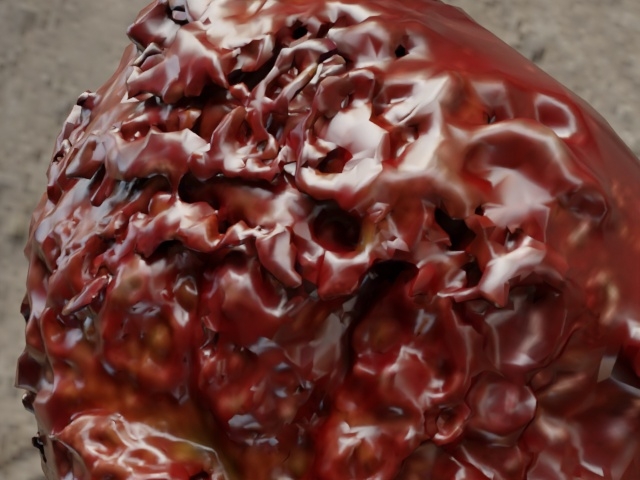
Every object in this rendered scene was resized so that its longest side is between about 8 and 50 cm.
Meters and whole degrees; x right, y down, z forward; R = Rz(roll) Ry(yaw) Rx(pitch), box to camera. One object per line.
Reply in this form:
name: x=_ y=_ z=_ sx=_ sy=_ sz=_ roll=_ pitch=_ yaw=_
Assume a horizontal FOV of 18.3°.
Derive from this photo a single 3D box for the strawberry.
strawberry: x=0.007 y=0.057 z=0.645 sx=0.274 sy=0.220 sz=0.274 roll=23 pitch=134 yaw=27
